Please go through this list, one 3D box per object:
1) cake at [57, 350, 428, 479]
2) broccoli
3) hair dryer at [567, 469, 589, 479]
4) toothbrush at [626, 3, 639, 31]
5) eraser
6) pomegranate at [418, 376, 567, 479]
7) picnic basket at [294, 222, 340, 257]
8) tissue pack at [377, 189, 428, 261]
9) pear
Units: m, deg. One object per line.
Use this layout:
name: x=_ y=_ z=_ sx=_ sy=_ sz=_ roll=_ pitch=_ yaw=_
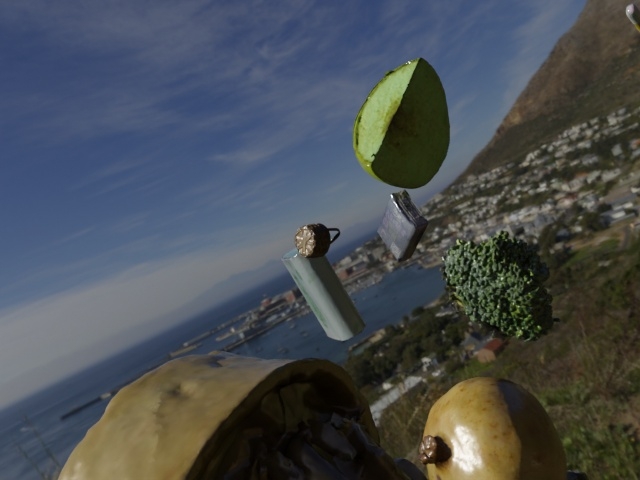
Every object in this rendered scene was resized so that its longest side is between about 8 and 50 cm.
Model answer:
cake: x=-0.003 y=0.256 z=0.408 sx=0.321 sy=0.332 sz=0.332 roll=-1 pitch=13 yaw=34
broccoli: x=0.514 y=0.136 z=1.497 sx=0.272 sy=0.324 sz=0.334 roll=5 pitch=-2 yaw=-42
hair dryer: x=0.454 y=0.624 z=1.209 sx=0.352 sy=0.189 sz=0.107 roll=4 pitch=-22 yaw=0
toothbrush: x=0.559 y=-0.307 z=0.846 sx=0.288 sy=0.021 sz=0.024 roll=16 pitch=-18 yaw=-36
eraser: x=0.005 y=0.118 z=1.223 sx=0.081 sy=0.227 sz=0.174 roll=-33 pitch=6 yaw=-18
pomegranate: x=0.342 y=0.421 z=1.018 sx=0.307 sy=0.307 sz=0.307 roll=-26 pitch=-1 yaw=-1
picnic basket: x=0.000 y=0.000 z=0.988 sx=0.083 sy=0.072 sz=0.072 roll=-5 pitch=-16 yaw=-46
tissue pack: x=0.199 y=-0.033 z=1.277 sx=0.051 sy=0.112 sz=0.156 roll=-20 pitch=-29 yaw=-21
pear: x=0.205 y=-0.253 z=1.253 sx=0.139 sy=0.239 sz=0.288 roll=17 pitch=81 yaw=55
